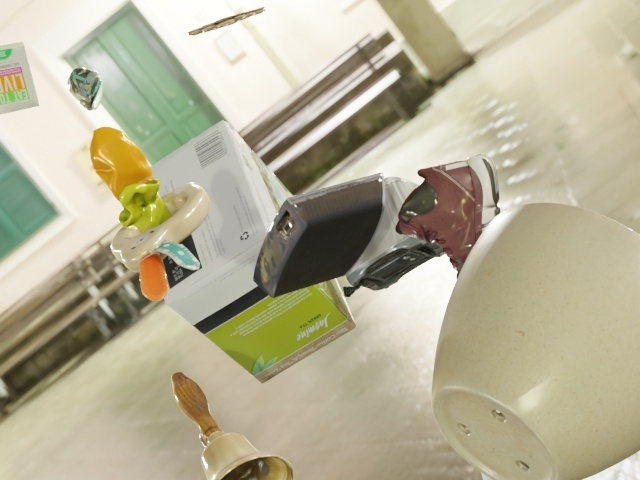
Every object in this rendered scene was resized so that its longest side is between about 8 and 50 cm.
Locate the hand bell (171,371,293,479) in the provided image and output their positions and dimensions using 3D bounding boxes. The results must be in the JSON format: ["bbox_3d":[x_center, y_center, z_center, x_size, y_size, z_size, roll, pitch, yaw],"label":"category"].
[{"bbox_3d":[-0.146,0.256,1.433,0.126,0.126,0.242,-39,46,-2],"label":"hand bell"}]

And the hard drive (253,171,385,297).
[{"bbox_3d":[0.000,0.000,1.564,0.172,0.054,0.254,-16,-23,-23],"label":"hard drive"}]

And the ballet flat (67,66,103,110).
[{"bbox_3d":[-0.453,-0.295,2.039,0.070,0.070,0.188,-41,3,-13],"label":"ballet flat"}]

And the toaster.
[{"bbox_3d":[0.114,-0.010,1.885,0.227,0.146,0.129,-33,-27,28],"label":"toaster"}]

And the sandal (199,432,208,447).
[{"bbox_3d":[-0.148,0.354,1.754,0.049,0.072,0.180,-47,33,1],"label":"sandal"}]

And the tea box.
[{"bbox_3d":[-0.140,0.023,1.940,0.220,0.323,0.329,-32,47,9],"label":"tea box"}]

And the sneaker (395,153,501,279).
[{"bbox_3d":[0.200,0.013,1.638,0.163,0.281,0.106,-6,1,14],"label":"sneaker"}]

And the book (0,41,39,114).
[{"bbox_3d":[-0.647,-0.338,2.209,0.096,0.144,0.035,-13,39,-9],"label":"book"}]

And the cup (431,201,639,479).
[{"bbox_3d":[0.266,0.155,1.258,0.237,0.331,0.331,-45,12,-31],"label":"cup"}]

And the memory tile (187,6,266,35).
[{"bbox_3d":[-0.182,-0.429,2.084,0.113,0.012,0.148,-12,12,36],"label":"memory tile"}]

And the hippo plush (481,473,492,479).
[{"bbox_3d":[0.216,0.490,1.331,0.237,0.234,0.294,-37,-37,-33],"label":"hippo plush"}]

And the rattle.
[{"bbox_3d":[-0.194,-0.038,1.149,0.130,0.142,0.199,-11,23,8],"label":"rattle"}]
